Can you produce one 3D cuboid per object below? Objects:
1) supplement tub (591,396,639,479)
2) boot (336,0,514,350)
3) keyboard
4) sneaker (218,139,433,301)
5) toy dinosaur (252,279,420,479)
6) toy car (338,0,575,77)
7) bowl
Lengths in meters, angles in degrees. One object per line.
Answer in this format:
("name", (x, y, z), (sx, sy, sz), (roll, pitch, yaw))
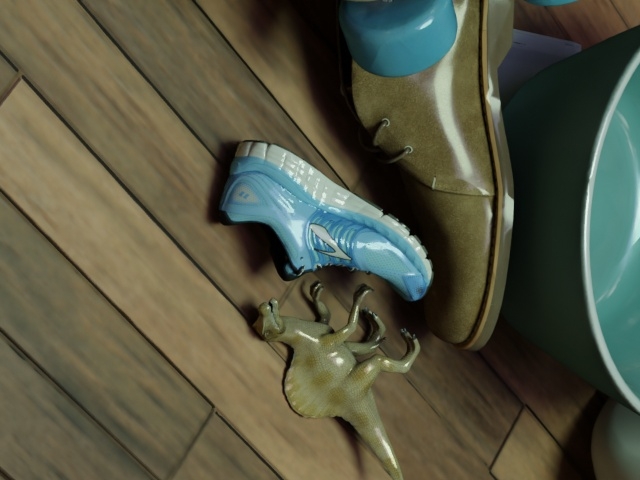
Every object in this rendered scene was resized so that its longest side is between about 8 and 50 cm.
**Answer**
("supplement tub", (0.368, 0.250, 1.381), (0.228, 0.228, 0.316), (-42, 118, -34))
("boot", (0.068, -0.070, 1.193), (0.115, 0.112, 0.305), (-6, 100, -19))
("keyboard", (0.110, -0.128, 1.281), (0.256, 0.014, 0.072), (5, 93, -42))
("sneaker", (0.000, 0.000, 1.144), (0.162, 0.063, 0.073), (31, 83, -16))
("toy dinosaur", (0.020, 0.091, 1.186), (0.092, 0.053, 0.183), (-45, 113, -15))
("toy car", (0.048, -0.272, 1.076), (0.210, 0.238, 0.219), (-24, 138, -1))
("bowl", (0.232, -0.023, 1.284), (0.312, 0.163, 0.311), (-6, 100, -42))
